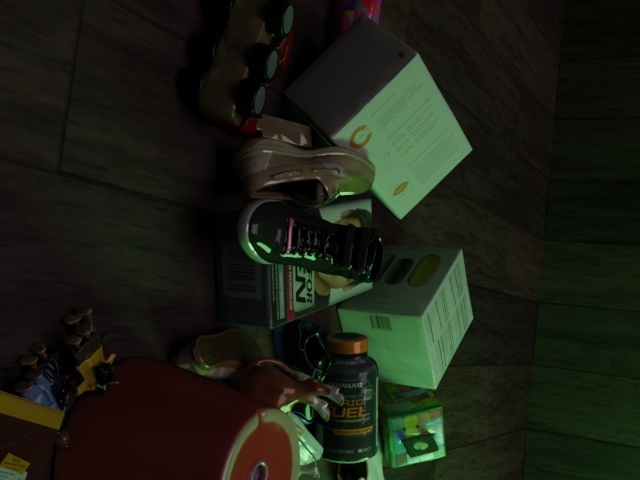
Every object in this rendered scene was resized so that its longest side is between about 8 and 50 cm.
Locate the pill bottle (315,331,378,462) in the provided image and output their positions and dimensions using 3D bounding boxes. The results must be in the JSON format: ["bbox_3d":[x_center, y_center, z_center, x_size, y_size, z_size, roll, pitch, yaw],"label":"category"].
[{"bbox_3d":[0.052,0.313,1.610,0.130,0.130,0.245,-11,102,-60],"label":"pill bottle"}]

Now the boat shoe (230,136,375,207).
[{"bbox_3d":[-0.017,-0.101,1.360,0.302,0.109,0.098,5,59,-44],"label":"boat shoe"}]

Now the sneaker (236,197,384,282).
[{"bbox_3d":[0.000,0.000,1.240,0.296,0.147,0.104,20,77,-57],"label":"sneaker"}]

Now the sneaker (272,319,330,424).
[{"bbox_3d":[-0.025,0.256,1.505,0.081,0.090,0.232,-44,130,-50],"label":"sneaker"}]

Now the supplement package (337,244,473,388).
[{"bbox_3d":[0.197,0.163,1.775,0.262,0.199,0.198,-49,133,-47],"label":"supplement package"}]

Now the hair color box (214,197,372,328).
[{"bbox_3d":[-0.035,0.026,1.440,0.374,0.114,0.185,-15,106,-60],"label":"hair color box"}]

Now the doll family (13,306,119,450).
[{"bbox_3d":[-0.318,0.179,1.007,0.193,0.076,0.111,-45,135,-43],"label":"doll family"}]

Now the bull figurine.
[{"bbox_3d":[-0.080,0.349,1.304,0.101,0.188,0.310,-139,-120,-73],"label":"bull figurine"}]

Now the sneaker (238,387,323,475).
[{"bbox_3d":[-0.079,0.353,1.423,0.091,0.094,0.258,-53,132,-20],"label":"sneaker"}]

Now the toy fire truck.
[{"bbox_3d":[-0.092,-0.259,1.305,0.246,0.158,0.217,63,43,-73],"label":"toy fire truck"}]

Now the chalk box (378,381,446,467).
[{"bbox_3d":[0.196,0.410,1.769,0.213,0.132,0.132,-130,-148,-70],"label":"chalk box"}]

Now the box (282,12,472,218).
[{"bbox_3d":[0.121,-0.229,1.543,0.215,0.168,0.345,-44,145,2],"label":"box"}]

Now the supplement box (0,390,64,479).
[{"bbox_3d":[-0.400,0.236,0.802,0.191,0.129,0.194,42,57,-54],"label":"supplement box"}]

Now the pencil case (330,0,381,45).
[{"bbox_3d":[0.078,-0.455,1.600,0.104,0.104,0.236,6,88,-60],"label":"pencil case"}]

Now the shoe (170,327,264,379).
[{"bbox_3d":[-0.165,0.187,1.298,0.219,0.058,0.076,18,47,-64],"label":"shoe"}]

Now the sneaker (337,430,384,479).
[{"bbox_3d":[0.085,0.553,1.734,0.123,0.106,0.290,-16,95,-56],"label":"sneaker"}]

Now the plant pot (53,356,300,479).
[{"bbox_3d":[-0.178,0.306,1.088,0.275,0.243,0.275,-9,100,-60],"label":"plant pot"}]
